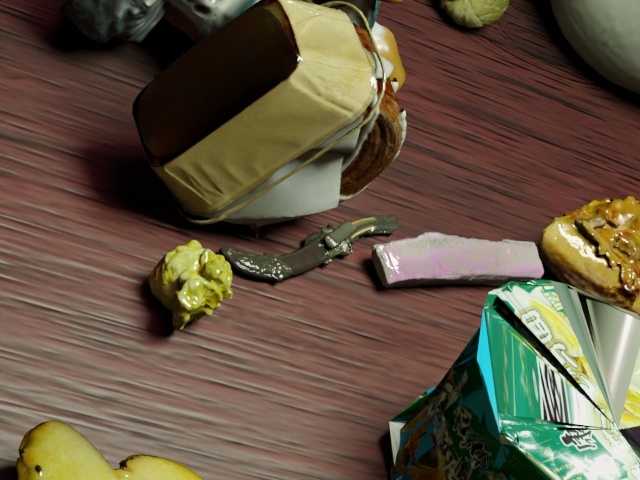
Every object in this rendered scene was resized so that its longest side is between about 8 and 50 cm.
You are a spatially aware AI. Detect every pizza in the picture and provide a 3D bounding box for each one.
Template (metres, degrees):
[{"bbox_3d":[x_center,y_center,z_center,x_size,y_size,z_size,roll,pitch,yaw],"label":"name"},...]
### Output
[{"bbox_3d":[0.344,0.029,1.661,0.305,0.085,0.161,18,44,-28],"label":"pizza"}]

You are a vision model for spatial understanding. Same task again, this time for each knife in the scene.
[{"bbox_3d":[0.003,0.005,1.457,0.222,0.021,0.045,-13,60,-44],"label":"knife"}]

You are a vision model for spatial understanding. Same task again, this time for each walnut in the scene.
[{"bbox_3d":[0.171,-0.277,1.810,0.092,0.092,0.092,22,43,-22],"label":"walnut"}]

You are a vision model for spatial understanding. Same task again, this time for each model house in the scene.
[{"bbox_3d":[-0.032,-0.219,1.465,0.301,0.271,0.190,40,28,-20],"label":"model house"}]

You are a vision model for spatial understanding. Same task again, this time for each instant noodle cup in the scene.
[{"bbox_3d":[0.174,0.171,1.316,0.240,0.178,0.240,22,43,-22],"label":"instant noodle cup"}]

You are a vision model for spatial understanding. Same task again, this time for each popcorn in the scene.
[{"bbox_3d":[-0.104,0.039,1.310,0.068,0.060,0.083,-4,35,8],"label":"popcorn"}]

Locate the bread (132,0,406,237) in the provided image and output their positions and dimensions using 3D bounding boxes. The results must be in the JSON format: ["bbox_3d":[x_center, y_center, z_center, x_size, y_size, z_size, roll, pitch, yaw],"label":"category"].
[{"bbox_3d":[-0.035,-0.106,1.378,0.212,0.224,0.142,22,40,-55],"label":"bread"}]

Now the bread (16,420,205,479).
[{"bbox_3d":[-0.135,0.199,1.140,0.187,0.065,0.149,38,28,1],"label":"bread"}]

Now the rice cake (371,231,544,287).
[{"bbox_3d":[0.128,0.022,1.531,0.206,0.036,0.047,2,57,-39],"label":"rice cake"}]

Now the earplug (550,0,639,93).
[{"bbox_3d":[0.444,-0.341,1.840,0.312,0.394,0.313,20,45,-22],"label":"earplug"}]
